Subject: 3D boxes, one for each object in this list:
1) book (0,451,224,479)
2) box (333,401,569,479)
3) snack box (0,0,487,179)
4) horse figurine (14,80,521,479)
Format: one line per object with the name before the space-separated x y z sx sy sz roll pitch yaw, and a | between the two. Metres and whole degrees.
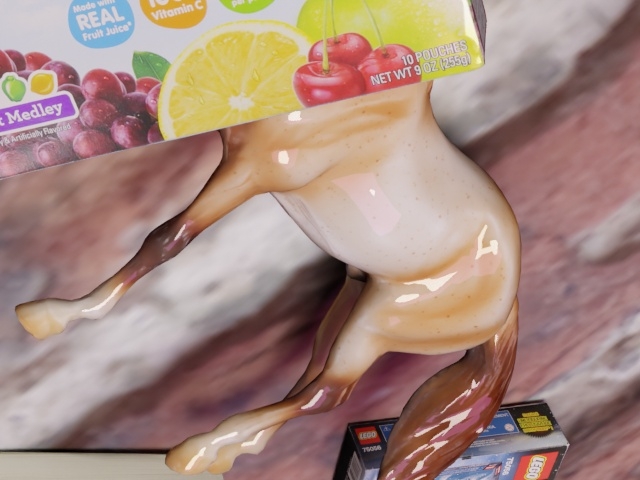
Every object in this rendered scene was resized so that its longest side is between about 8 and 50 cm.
book | -0.119 0.123 0.598 0.144 0.035 0.096 2 135 -27
box | 0.046 0.130 0.678 0.094 0.027 0.137 -3 133 -19
snack box | -0.039 -0.077 0.377 0.141 0.037 0.100 -12 115 14
horse figurine | 0.000 0.000 0.498 0.174 0.066 0.263 -33 129 4
